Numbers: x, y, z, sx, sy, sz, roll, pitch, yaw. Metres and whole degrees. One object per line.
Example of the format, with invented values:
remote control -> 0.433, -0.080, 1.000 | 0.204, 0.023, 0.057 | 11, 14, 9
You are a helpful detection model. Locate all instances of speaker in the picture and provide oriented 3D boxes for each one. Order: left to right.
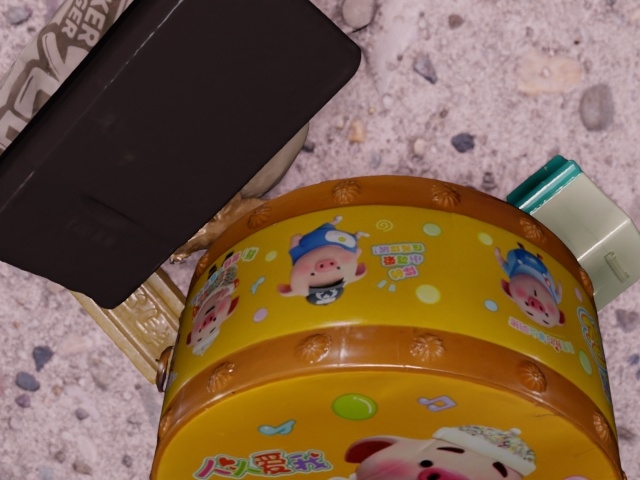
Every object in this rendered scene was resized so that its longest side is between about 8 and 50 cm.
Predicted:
speaker -> -0.174, -0.111, 0.821 | 0.388, 0.184, 0.180 | -43, 133, 15

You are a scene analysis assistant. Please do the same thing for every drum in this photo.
drum -> 0.058, 0.159, 0.853 | 0.430, 0.214, 0.431 | 2, 135, 2

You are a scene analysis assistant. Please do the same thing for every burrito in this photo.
burrito -> -0.230, -0.163, 0.910 | 0.445, 0.101, 0.139 | -39, 133, 25

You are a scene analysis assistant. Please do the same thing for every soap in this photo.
soap -> -0.232, 0.039, 1.021 | 0.092, 0.037, 0.252 | -39, 98, 8

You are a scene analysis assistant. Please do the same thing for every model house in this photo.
model house -> 0.256, -0.014, 0.952 | 0.100, 0.149, 0.127 | -39, 141, 10

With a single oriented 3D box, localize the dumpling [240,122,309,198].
dumpling -> -0.093, -0.123, 0.943 | 0.126, 0.216, 0.166 | -22, 69, -29

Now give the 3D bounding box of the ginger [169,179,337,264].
ginger -> 0.000, 0.000, 0.950 | 0.333, 0.081, 0.148 | 12, 138, -29
